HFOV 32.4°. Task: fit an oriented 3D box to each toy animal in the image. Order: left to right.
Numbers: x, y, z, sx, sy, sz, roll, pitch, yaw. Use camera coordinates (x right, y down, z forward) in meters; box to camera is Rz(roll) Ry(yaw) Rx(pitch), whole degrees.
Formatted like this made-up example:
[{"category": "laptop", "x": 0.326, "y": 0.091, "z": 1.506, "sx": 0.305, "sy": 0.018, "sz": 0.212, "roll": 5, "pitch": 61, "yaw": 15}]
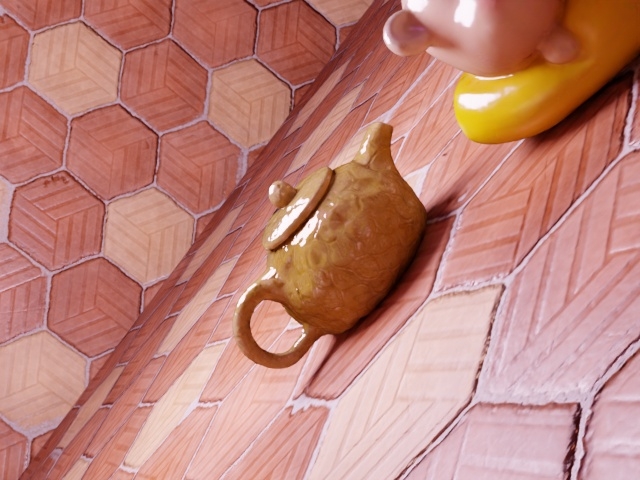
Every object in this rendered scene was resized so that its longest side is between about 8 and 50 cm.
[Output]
[{"category": "toy animal", "x": 0.219, "y": -0.287, "z": 1.085, "sx": 0.345, "sy": 0.247, "sz": 0.277, "roll": -56, "pitch": 14, "yaw": -23}]

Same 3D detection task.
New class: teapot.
[{"category": "teapot", "x": 0.000, "y": 0.000, "z": 1.251, "sx": 0.311, "sy": 0.167, "sz": 0.203, "roll": -54, "pitch": 12, "yaw": -9}]
